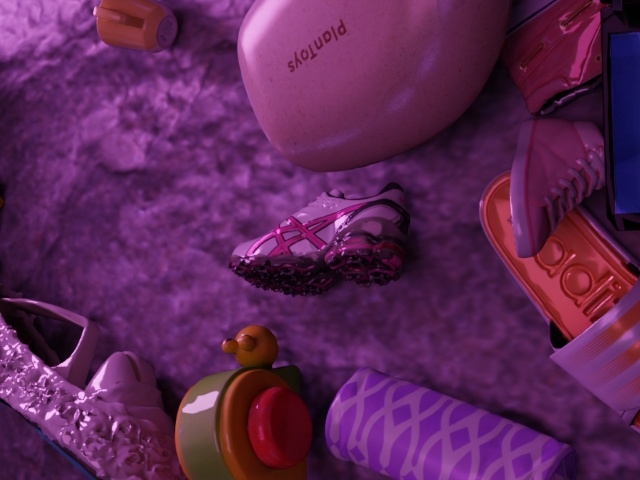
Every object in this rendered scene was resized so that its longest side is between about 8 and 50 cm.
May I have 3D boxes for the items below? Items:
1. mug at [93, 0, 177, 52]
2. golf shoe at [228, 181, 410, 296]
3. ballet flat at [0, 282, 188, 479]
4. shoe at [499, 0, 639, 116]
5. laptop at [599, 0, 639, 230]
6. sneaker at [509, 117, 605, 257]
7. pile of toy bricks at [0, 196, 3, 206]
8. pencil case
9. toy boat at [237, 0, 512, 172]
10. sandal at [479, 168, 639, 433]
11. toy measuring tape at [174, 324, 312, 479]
[{"bbox_3d":[-0.181,-0.211,0.956,0.064,0.078,0.062,22,134,23],"label":"mug"},{"bbox_3d":[0.000,0.000,0.849,0.186,0.067,0.086,-9,57,36],"label":"golf shoe"},{"bbox_3d":[-0.253,0.147,0.979,0.409,0.147,0.147,26,105,30],"label":"ballet flat"},{"bbox_3d":[0.210,-0.162,0.701,0.178,0.063,0.081,-31,75,36],"label":"shoe"},{"bbox_3d":[0.283,-0.140,0.569,0.234,0.264,0.136,-2,53,17],"label":"laptop"},{"bbox_3d":[0.176,-0.043,0.697,0.070,0.134,0.051,0,134,20],"label":"sneaker"},{"bbox_3d":[-0.446,0.026,1.113,0.118,0.105,0.212,17,100,33],"label":"pile of toy bricks"},{"bbox_3d":[0.100,0.170,0.767,0.206,0.086,0.088,18,135,34],"label":"pencil case"},{"bbox_3d":[0.034,-0.225,0.775,0.267,0.148,0.318,-21,84,45],"label":"toy boat"},{"bbox_3d":[0.197,0.052,0.701,0.265,0.076,0.102,48,115,23],"label":"sandal"},{"bbox_3d":[-0.070,0.224,0.810,0.121,0.121,0.330,-16,60,33],"label":"toy measuring tape"}]
